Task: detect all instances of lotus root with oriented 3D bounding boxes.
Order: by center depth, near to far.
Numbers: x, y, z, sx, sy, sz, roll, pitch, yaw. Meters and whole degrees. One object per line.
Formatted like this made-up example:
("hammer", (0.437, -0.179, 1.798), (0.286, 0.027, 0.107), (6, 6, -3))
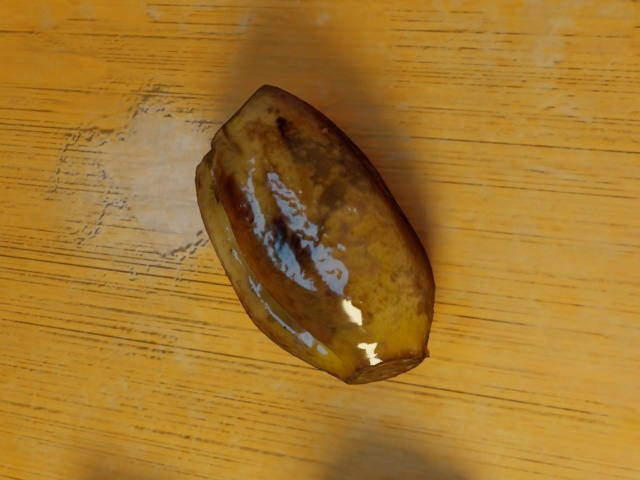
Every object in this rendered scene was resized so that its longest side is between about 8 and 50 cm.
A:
("lotus root", (-0.008, 0.005, 1.051), (0.193, 0.193, 0.291), (-38, 75, 14))
